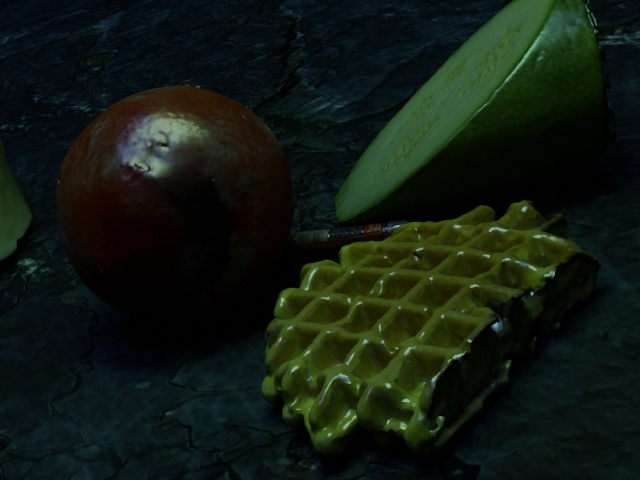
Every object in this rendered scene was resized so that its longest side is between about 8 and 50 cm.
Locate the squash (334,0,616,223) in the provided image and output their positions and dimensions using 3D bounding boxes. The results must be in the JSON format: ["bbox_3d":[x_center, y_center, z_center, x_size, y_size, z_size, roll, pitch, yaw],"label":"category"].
[{"bbox_3d":[0.124,-0.128,1.216,0.260,0.189,0.189,-12,27,3],"label":"squash"}]

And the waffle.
[{"bbox_3d":[0.085,0.055,1.023,0.283,0.065,0.309,-16,28,3],"label":"waffle"}]

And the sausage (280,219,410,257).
[{"bbox_3d":[0.000,0.000,1.218,0.198,0.025,0.028,-6,58,21],"label":"sausage"}]

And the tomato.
[{"bbox_3d":[-0.126,-0.029,1.146,0.208,0.208,0.184,-14,31,5],"label":"tomato"}]

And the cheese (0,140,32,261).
[{"bbox_3d":[-0.477,-0.049,1.452,0.292,0.153,0.332,-17,28,-1],"label":"cheese"}]
